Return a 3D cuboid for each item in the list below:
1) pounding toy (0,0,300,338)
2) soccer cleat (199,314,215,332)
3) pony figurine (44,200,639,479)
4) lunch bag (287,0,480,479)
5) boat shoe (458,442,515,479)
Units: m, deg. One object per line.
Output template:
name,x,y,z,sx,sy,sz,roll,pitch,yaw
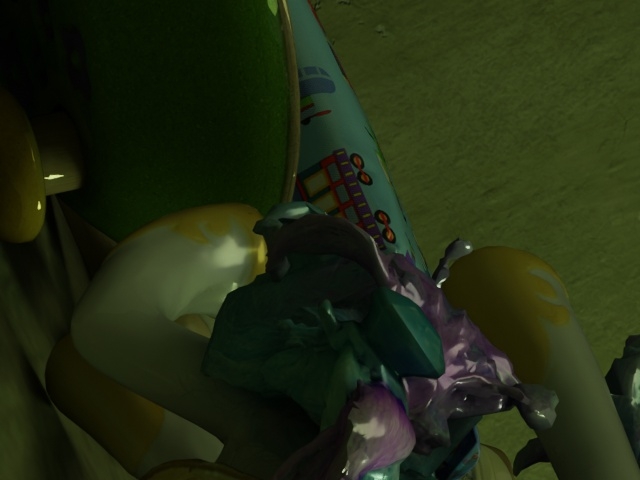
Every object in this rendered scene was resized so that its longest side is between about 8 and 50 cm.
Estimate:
pounding toy,-0.102,-0.048,0.626,0.183,0.110,0.237,56,-32,34
soccer cleat,-0.045,0.005,0.700,0.035,0.029,0.083,-151,-133,-66
pony figurine,0.063,0.116,0.447,0.351,0.303,0.363,20,15,-7
lunch bag,0.000,0.000,0.892,0.293,0.138,0.221,38,26,-59
boat shoe,0.056,0.231,0.926,0.109,0.098,0.302,124,-25,-42
